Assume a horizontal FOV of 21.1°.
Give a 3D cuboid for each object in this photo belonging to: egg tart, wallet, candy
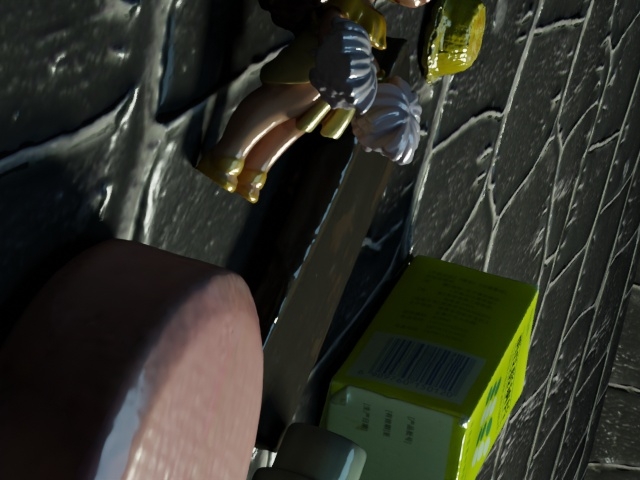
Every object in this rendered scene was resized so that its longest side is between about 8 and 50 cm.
[{"bbox_3d":[0.120,-0.184,1.525,0.105,0.039,0.105,14,90,-74],"label":"egg tart"},{"bbox_3d":[0.000,0.000,1.294,0.165,0.042,0.309,68,43,-67],"label":"wallet"},{"bbox_3d":[-0.111,0.123,0.949,0.255,0.094,0.255,16,90,-74],"label":"candy"}]

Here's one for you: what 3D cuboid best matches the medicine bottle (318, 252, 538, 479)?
[{"bbox_3d":[0.101,0.135,1.594,0.250,0.141,0.137,-50,149,-54],"label":"medicine bottle"}]

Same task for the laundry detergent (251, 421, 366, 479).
[{"bbox_3d":[-0.064,0.330,1.250,0.264,0.124,0.398,71,38,-66],"label":"laundry detergent"}]

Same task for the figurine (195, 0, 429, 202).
[{"bbox_3d":[0.011,-0.131,1.074,0.240,0.116,0.175,-67,162,-2],"label":"figurine"}]
